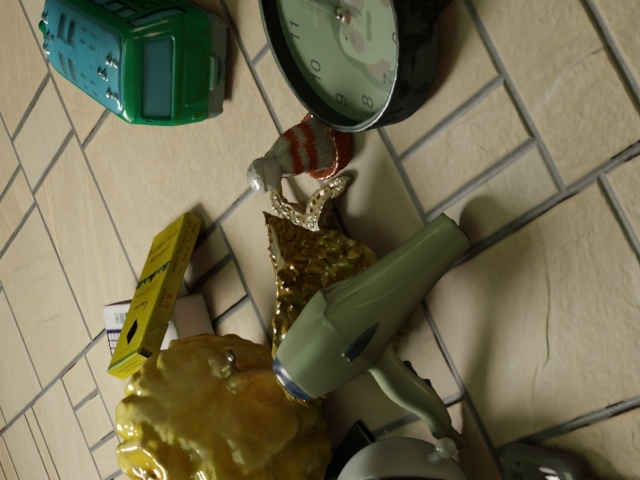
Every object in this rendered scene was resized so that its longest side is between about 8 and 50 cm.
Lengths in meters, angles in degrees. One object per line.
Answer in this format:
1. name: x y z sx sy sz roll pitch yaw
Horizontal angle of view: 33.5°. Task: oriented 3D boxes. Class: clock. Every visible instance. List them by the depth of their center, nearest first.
1. clock: 0.026 -0.293 1.361 0.319 0.066 0.319 39 141 41

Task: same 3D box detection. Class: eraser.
1. eraser: -0.307 0.170 2.004 0.287 0.086 0.130 -10 94 54

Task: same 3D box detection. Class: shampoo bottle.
1. shampoo bottle: 0.294 0.296 1.298 0.165 0.040 0.080 2 104 52

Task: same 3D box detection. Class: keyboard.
1. keyboard: 0.050 0.362 1.659 0.103 0.041 0.381 53 146 25

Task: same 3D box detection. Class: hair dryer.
1. hair dryer: 0.124 0.109 1.374 0.296 0.298 0.119 -62 21 15

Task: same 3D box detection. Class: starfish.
1. starfish: 0.000 0.000 1.572 0.236 0.062 0.277 -46 62 44

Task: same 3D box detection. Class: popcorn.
1. popcorn: -0.155 0.330 1.700 0.349 0.349 0.381 50 159 29

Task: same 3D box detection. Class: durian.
1. durian: 0.025 0.102 1.487 0.196 0.185 0.305 1 117 11

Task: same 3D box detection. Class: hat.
1. hat: -0.039 -0.116 1.473 0.093 0.162 0.112 52 143 22

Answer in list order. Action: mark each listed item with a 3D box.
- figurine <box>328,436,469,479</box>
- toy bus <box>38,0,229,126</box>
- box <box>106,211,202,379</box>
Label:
1. figurine: 0.077 0.371 1.459 0.370 0.281 0.167 -40 40 54
2. toy bus: -0.313 -0.315 1.728 0.343 0.199 0.183 34 130 43
3. box: -0.289 0.095 1.850 0.153 0.041 0.279 -30 39 53
